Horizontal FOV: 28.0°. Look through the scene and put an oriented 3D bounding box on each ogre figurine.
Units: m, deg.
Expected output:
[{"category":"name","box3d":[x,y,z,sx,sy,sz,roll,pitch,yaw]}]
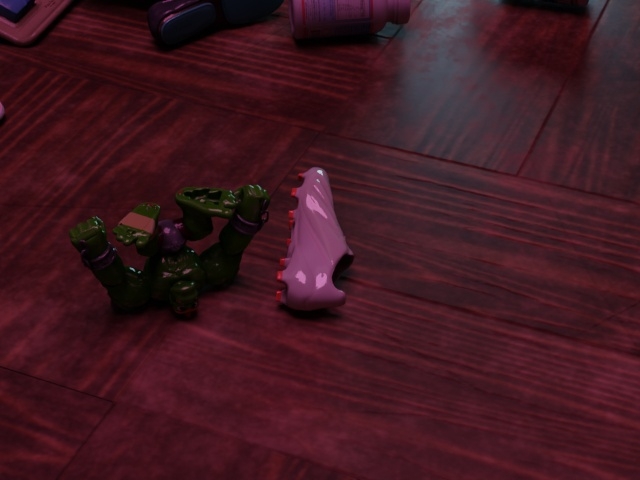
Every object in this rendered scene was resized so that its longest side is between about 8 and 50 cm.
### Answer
[{"category":"ogre figurine","box3d":[-0.148,0.010,1.307,0.197,0.118,0.097,-30,51,-30]}]

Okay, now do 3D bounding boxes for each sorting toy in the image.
[{"category":"sorting toy","box3d":[-0.448,-0.408,1.858,0.229,0.041,0.307,25,42,1]}]

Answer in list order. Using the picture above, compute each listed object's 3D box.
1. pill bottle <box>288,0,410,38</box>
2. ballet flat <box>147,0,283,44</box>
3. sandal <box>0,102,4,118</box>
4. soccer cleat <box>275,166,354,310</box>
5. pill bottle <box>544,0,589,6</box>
[{"category":"pill bottle","box3d":[0.038,-0.323,1.751,0.160,0.087,0.087,-5,38,-6]},{"category":"ballet flat","box3d":[-0.150,-0.328,1.777,0.203,0.074,0.074,-23,43,-23]},{"category":"sandal","box3d":[-0.502,-0.220,1.637,0.265,0.076,0.102,25,45,29]},{"category":"soccer cleat","box3d":[0.000,0.000,1.365,0.076,0.068,0.196,7,46,2]},{"category":"pill bottle","box3d":[0.303,-0.391,1.826,0.169,0.094,0.094,12,40,15]}]
